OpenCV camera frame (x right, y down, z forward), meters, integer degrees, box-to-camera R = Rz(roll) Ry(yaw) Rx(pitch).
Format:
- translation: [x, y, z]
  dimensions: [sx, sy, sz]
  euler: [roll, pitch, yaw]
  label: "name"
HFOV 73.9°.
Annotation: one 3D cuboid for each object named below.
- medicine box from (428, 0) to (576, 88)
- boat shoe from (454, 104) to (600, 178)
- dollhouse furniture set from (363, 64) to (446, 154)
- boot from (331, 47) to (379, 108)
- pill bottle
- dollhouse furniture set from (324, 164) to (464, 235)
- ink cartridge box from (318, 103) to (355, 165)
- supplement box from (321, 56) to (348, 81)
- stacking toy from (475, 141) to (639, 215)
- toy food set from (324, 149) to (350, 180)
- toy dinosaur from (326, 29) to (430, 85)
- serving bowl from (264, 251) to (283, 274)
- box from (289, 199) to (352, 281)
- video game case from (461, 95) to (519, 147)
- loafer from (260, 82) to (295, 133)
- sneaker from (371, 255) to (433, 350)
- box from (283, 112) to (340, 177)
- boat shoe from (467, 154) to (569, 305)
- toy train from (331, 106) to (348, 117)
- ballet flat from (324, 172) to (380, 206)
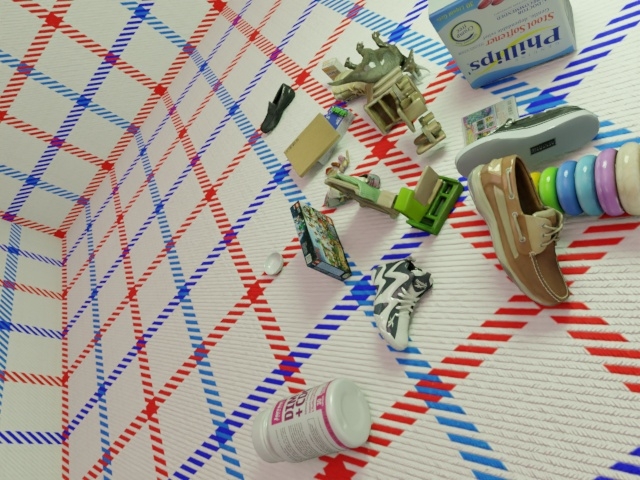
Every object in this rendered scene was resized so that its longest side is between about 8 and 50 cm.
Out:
- translation: [0.450, -0.561, 1.052]
  dimensions: [0.264, 0.289, 0.149]
  euler: [-11, 60, 39]
  label: "medicine box"
- translation: [0.455, -0.235, 0.978]
  dimensions: [0.307, 0.113, 0.104]
  euler: [-22, 36, 14]
  label: "boat shoe"
- translation: [0.221, -0.368, 1.233]
  dimensions: [0.161, 0.212, 0.242]
  euler: [-34, 24, 24]
  label: "dollhouse furniture set"
- translation: [0.134, -0.518, 1.462]
  dimensions: [0.204, 0.095, 0.261]
  euler: [-16, 58, 36]
  label: "boot"
- translation: [-0.030, 0.464, 1.074]
  dimensions: [0.283, 0.160, 0.160]
  euler: [-31, 52, 28]
  label: "pill bottle"
- translation: [0.190, -0.153, 1.154]
  dimensions: [0.302, 0.198, 0.151]
  euler: [27, 90, 46]
  label: "dollhouse furniture set"
- translation: [0.029, -0.379, 1.526]
  dimensions: [0.097, 0.046, 0.207]
  euler: [38, 97, 45]
  label: "ink cartridge box"
- translation: [0.059, -0.631, 1.586]
  dimensions: [0.062, 0.098, 0.036]
  euler: [-3, 68, 42]
  label: "supplement box"
- translation: [0.490, -0.107, 0.909]
  dimensions: [0.330, 0.141, 0.141]
  euler: [-5, 66, 45]
  label: "stacking toy"
- translation: [0.060, -0.253, 1.456]
  dimensions: [0.122, 0.019, 0.077]
  euler: [-33, 50, 37]
  label: "toy food set"
- translation: [0.170, -0.544, 1.303]
  dimensions: [0.314, 0.121, 0.160]
  euler: [-21, 52, -19]
  label: "toy dinosaur"
- translation: [-0.157, 0.083, 1.480]
  dimensions: [0.083, 0.027, 0.083]
  euler: [-20, 58, 35]
  label: "serving bowl"
- translation: [0.000, 0.000, 1.281]
  dimensions: [0.044, 0.159, 0.233]
  euler: [-39, 48, 25]
  label: "box"
- translation: [0.447, -0.285, 1.113]
  dimensions: [0.143, 0.019, 0.157]
  euler: [-18, 59, 37]
  label: "video game case"
- translation: [-0.194, -0.559, 1.799]
  dimensions: [0.223, 0.078, 0.076]
  euler: [-56, 43, 6]
  label: "loafer"
- translation: [0.216, 0.142, 1.057]
  dimensions: [0.153, 0.094, 0.234]
  euler: [-35, 39, 36]
  label: "sneaker"
- translation: [-0.034, -0.340, 1.514]
  dimensions: [0.201, 0.021, 0.164]
  euler: [-44, 48, 16]
  label: "box"
- translation: [0.417, -0.022, 0.854]
  dimensions: [0.116, 0.123, 0.324]
  euler: [-32, 83, 51]
  label: "boat shoe"
- translation: [0.066, -0.450, 1.483]
  dimensions: [0.023, 0.017, 0.083]
  euler: [-48, 46, -1]
  label: "toy train"
- translation: [0.082, -0.168, 1.347]
  dimensions: [0.222, 0.079, 0.076]
  euler: [-16, 60, 37]
  label: "ballet flat"
